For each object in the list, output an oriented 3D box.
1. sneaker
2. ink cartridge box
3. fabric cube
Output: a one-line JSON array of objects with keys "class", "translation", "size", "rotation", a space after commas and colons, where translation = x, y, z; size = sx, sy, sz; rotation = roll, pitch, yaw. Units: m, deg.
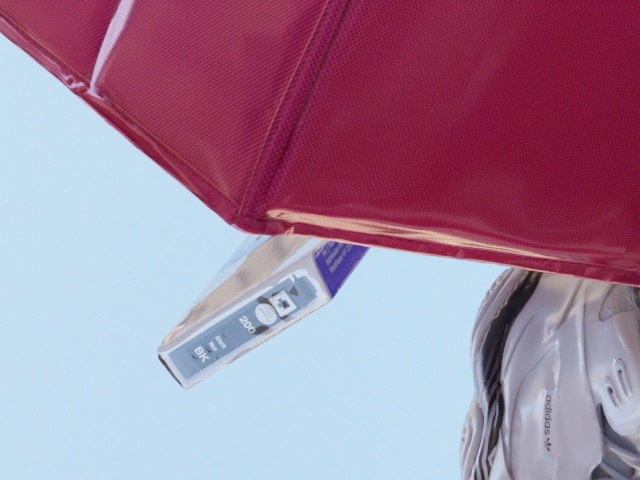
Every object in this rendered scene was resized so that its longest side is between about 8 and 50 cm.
[{"class": "sneaker", "translation": [0.191, 0.171, 1.262], "size": [0.137, 0.210, 0.365], "rotation": [13, -110, -27]}, {"class": "ink cartridge box", "translation": [0.000, 0.000, 1.366], "size": [0.045, 0.208, 0.206], "rotation": [50, -146, -9]}, {"class": "fabric cube", "translation": [0.038, -0.157, 0.806], "size": [0.254, 0.259, 0.258], "rotation": [9, -69, -43]}]
